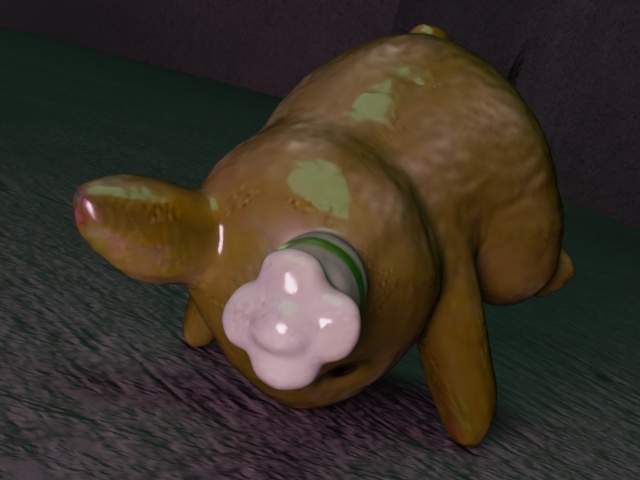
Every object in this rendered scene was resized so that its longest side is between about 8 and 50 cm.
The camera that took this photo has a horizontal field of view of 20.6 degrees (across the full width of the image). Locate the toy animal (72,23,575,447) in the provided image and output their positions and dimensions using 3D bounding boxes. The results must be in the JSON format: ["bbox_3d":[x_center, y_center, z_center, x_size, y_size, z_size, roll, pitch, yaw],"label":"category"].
[{"bbox_3d":[0.003,0.014,0.904,0.181,0.180,0.363,12,28,22],"label":"toy animal"}]
